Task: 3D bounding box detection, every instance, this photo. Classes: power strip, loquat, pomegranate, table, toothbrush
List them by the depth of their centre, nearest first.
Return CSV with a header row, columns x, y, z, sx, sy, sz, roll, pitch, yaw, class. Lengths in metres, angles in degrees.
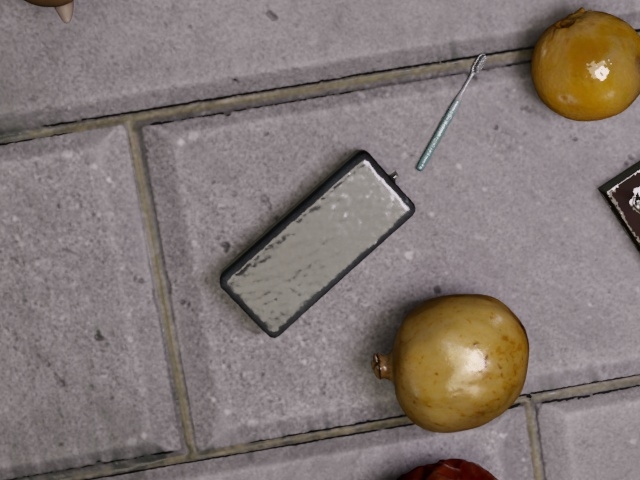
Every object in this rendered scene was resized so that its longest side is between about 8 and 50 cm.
x,y,z,sx,sy,sz,roll,pitch,yaw,class
0.327,-0.211,1.503,0.141,0.141,0.141,-1,99,-4,loquat
0.158,0.149,1.526,0.196,0.196,0.196,-1,99,-4,pomegranate
0.000,0.000,1.549,0.257,0.070,0.105,-41,101,5,power strip
0.473,0.005,1.557,0.121,0.111,0.240,-35,99,3,table
0.165,-0.160,1.560,0.011,0.014,0.167,28,96,-16,toothbrush

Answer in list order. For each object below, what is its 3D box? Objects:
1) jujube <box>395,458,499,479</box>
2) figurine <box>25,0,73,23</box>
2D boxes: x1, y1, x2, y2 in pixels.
x,y,z,sx,sy,sz,roll,pitch,yaw,class
0.120,0.444,1.566,0.216,0.216,0.342,27,110,-7,jujube
-0.344,-0.368,1.414,0.247,0.177,0.173,42,76,-20,figurine
